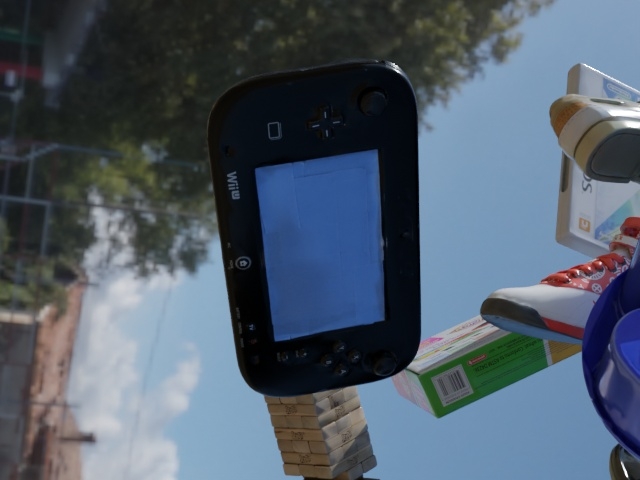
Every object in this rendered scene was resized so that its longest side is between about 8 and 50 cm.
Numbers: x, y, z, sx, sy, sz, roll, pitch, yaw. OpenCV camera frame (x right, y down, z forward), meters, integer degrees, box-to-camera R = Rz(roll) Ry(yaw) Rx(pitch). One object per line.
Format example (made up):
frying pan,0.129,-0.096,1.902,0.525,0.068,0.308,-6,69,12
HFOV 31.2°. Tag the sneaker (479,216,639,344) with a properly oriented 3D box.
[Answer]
sneaker,0.299,0.040,1.219,0.090,0.270,0.145,167,-67,-72

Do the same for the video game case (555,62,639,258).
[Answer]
video game case,0.494,-0.075,1.682,0.036,0.329,0.300,-38,-144,55

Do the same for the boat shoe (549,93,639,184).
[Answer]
boat shoe,0.402,-0.122,1.415,0.113,0.302,0.103,-55,-133,24

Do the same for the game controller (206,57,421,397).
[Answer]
game controller,0.000,0.000,0.953,0.067,0.166,0.319,-124,-156,-52

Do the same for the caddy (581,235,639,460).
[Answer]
caddy,0.403,0.106,1.012,0.179,0.341,0.241,68,41,-59

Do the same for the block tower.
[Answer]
block tower,0.016,0.313,1.513,0.097,0.091,0.336,-6,-80,42

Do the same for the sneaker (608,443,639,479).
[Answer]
sneaker,0.448,0.310,1.452,0.222,0.083,0.118,-117,-153,-50

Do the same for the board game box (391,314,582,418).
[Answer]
board game box,0.232,0.160,1.645,0.316,0.242,0.064,157,-91,-85
